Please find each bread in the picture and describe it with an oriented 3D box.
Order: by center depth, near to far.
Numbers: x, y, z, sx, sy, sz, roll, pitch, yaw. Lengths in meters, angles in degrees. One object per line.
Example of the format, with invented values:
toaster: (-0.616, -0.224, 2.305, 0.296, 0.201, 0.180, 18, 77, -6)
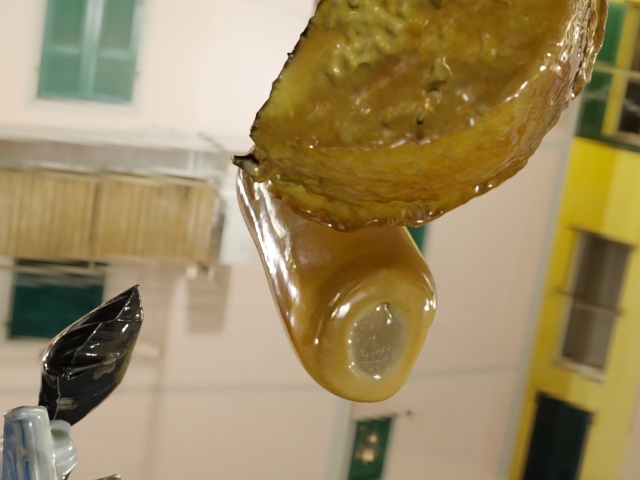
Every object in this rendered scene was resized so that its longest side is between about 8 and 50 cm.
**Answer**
bread: (0.064, -0.105, 0.749, 0.139, 0.229, 0.143, 26, 174, 17)
bread: (0.000, 0.000, 0.872, 0.074, 0.093, 0.239, 11, -156, -19)

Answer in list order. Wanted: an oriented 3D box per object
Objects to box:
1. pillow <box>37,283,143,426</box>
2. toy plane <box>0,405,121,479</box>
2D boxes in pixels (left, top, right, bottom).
pillow: (-0.171, 0.090, 1.076, 0.090, 0.150, 0.048, -31, -104, -25)
toy plane: (-0.133, 0.222, 0.858, 0.122, 0.267, 0.267, -13, -155, -36)
